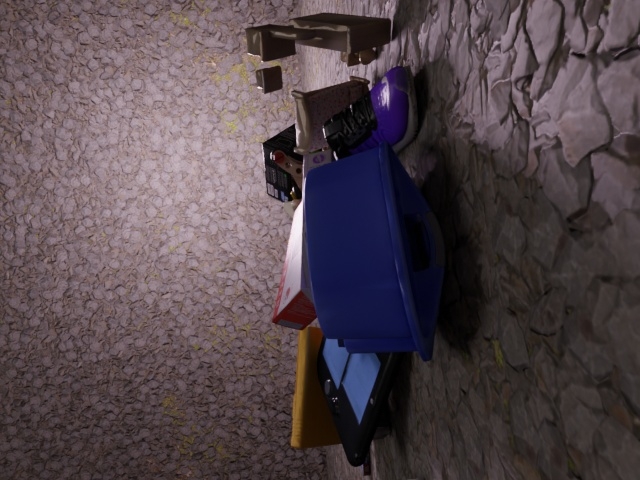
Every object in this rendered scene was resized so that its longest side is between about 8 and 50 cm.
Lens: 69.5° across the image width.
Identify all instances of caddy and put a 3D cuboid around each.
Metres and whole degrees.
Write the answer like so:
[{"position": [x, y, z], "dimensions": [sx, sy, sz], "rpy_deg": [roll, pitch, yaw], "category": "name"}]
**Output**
[{"position": [0.098, 0.016, 0.706], "dimensions": [0.241, 0.179, 0.341], "rpy_deg": [49, -147, -59], "category": "caddy"}]

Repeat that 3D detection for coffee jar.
[{"position": [0.117, 0.413, 1.195], "dimensions": [0.184, 0.096, 0.079], "rpy_deg": [-99, 10, -45], "category": "coffee jar"}]

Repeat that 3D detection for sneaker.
[{"position": [0.079, -0.206, 0.833], "dimensions": [0.293, 0.146, 0.102], "rpy_deg": [109, 157, -78], "category": "sneaker"}]

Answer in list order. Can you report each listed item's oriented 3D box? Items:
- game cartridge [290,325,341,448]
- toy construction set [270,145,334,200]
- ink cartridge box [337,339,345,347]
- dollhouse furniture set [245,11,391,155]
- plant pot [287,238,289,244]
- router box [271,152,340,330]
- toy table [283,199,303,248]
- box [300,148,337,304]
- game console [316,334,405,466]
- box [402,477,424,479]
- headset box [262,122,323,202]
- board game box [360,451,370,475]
[{"position": [0.021, 0.430, 1.363], "dimensions": [0.285, 0.053, 0.323], "rpy_deg": [27, -117, -51], "category": "game cartridge"}, {"position": [0.000, -0.235, 1.553], "dimensions": [0.309, 0.258, 0.237], "rpy_deg": [17, 131, 64], "category": "toy construction set"}, {"position": [0.092, 0.111, 0.959], "dimensions": [0.311, 0.065, 0.185], "rpy_deg": [129, 140, -59], "category": "ink cartridge box"}, {"position": [0.028, -0.270, 0.969], "dimensions": [0.174, 0.303, 0.355], "rpy_deg": [27, 133, 38], "category": "dollhouse furniture set"}, {"position": [-0.026, 0.087, 1.857], "dimensions": [0.291, 0.204, 0.290], "rpy_deg": [176, 90, -85], "category": "plant pot"}, {"position": [0.000, 0.000, 1.070], "dimensions": [0.301, 0.082, 0.335], "rpy_deg": [129, 156, -52], "category": "router box"}, {"position": [0.000, -0.045, 1.400], "dimensions": [0.274, 0.252, 0.160], "rpy_deg": [-10, -81, -70], "category": "toy table"}, {"position": [0.005, -0.036, 0.872], "dimensions": [0.067, 0.063, 0.323], "rpy_deg": [59, -156, -50], "category": "box"}, {"position": [0.081, 0.267, 1.094], "dimensions": [0.342, 0.060, 0.386], "rpy_deg": [-113, 33, -62], "category": "game console"}, {"position": [0.157, 0.552, 0.910], "dimensions": [0.170, 0.091, 0.130], "rpy_deg": [95, 169, -57], "category": "box"}, {"position": [-0.083, -0.320, 1.834], "dimensions": [0.283, 0.131, 0.246], "rpy_deg": [-41, -33, -36], "category": "headset box"}, {"position": [0.133, 0.606, 1.528], "dimensions": [0.145, 0.027, 0.281], "rpy_deg": [-132, 38, -78], "category": "board game box"}]
